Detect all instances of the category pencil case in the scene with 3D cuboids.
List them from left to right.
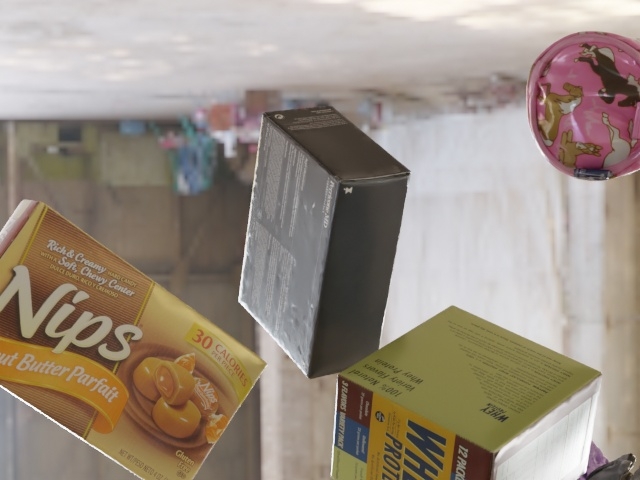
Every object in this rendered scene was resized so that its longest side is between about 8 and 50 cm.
[{"bbox_3d":[0.379,-0.146,1.695,0.160,0.167,0.386,-27,169,34],"label":"pencil case"}]

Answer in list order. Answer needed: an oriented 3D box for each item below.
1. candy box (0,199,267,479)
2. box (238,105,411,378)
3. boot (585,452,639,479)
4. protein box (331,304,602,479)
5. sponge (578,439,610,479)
[{"bbox_3d":[-0.237,0.118,1.669,0.316,0.183,0.087,37,168,-19],"label":"candy box"},{"bbox_3d":[0.000,0.000,1.805,0.103,0.261,0.184,-7,-147,-27],"label":"box"},{"bbox_3d":[0.203,0.303,1.324,0.338,0.118,0.223,-26,-155,50],"label":"boot"},{"bbox_3d":[0.152,0.195,1.626,0.200,0.136,0.201,24,-146,34],"label":"protein box"},{"bbox_3d":[0.346,0.338,1.823,0.031,0.210,0.117,-44,171,38],"label":"sponge"}]
